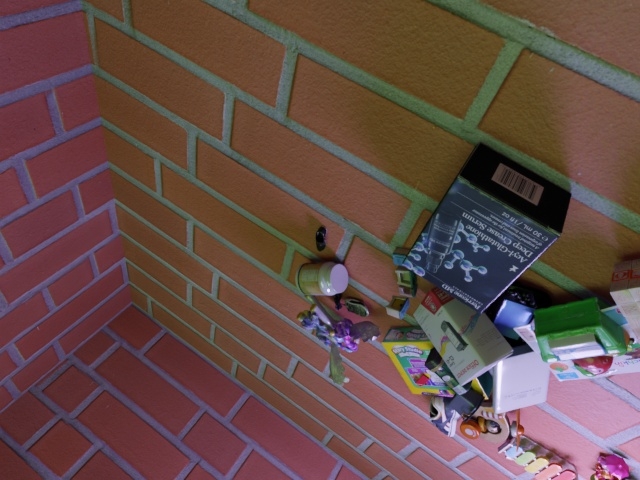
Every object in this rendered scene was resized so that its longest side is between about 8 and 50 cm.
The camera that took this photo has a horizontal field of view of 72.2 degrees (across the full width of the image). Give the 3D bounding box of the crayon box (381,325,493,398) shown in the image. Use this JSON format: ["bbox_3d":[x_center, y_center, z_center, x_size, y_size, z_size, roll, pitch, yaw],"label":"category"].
[{"bbox_3d":[0.484,0.506,1.836,0.362,0.106,0.313,-14,114,44],"label":"crayon box"}]

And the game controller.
[{"bbox_3d":[0.663,0.267,1.517,0.166,0.067,0.319,25,137,20],"label":"game controller"}]

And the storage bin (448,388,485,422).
[{"bbox_3d":[0.572,0.646,1.742,0.091,0.098,0.135,35,139,21],"label":"storage bin"}]

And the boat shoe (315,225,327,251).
[{"bbox_3d":[-0.002,-0.001,1.833,0.048,0.042,0.133,25,138,16],"label":"boat shoe"}]

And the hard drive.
[{"bbox_3d":[0.732,0.502,1.601,0.202,0.040,0.308,-14,123,0],"label":"hard drive"}]

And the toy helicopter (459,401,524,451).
[{"bbox_3d":[0.740,0.711,1.796,0.234,0.140,0.355,27,127,24],"label":"toy helicopter"}]

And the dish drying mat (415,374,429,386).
[{"bbox_3d":[0.432,0.596,1.864,0.032,0.008,0.083,35,139,12],"label":"dish drying mat"}]

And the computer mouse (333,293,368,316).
[{"bbox_3d":[0.143,0.291,1.973,0.192,0.042,0.106,15,128,36],"label":"computer mouse"}]

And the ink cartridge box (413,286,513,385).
[{"bbox_3d":[0.484,0.317,1.535,0.306,0.131,0.226,59,158,27],"label":"ink cartridge box"}]

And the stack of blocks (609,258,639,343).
[{"bbox_3d":[0.900,0.192,1.182,0.087,0.171,0.297,-24,107,47],"label":"stack of blocks"}]

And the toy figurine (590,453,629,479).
[{"bbox_3d":[1.120,0.890,1.687,0.173,0.130,0.159,13,122,63],"label":"toy figurine"}]

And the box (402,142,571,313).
[{"bbox_3d":[0.473,-0.026,1.303,0.293,0.212,0.396,32,139,11],"label":"box"}]

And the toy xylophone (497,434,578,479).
[{"bbox_3d":[0.933,0.967,1.898,0.322,0.081,0.236,23,136,22],"label":"toy xylophone"}]

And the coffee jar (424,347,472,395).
[{"bbox_3d":[0.485,0.494,1.673,0.184,0.096,0.079,42,135,1],"label":"coffee jar"}]

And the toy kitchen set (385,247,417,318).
[{"bbox_3d":[0.317,0.163,1.623,0.122,0.166,0.207,8,129,34],"label":"toy kitchen set"}]

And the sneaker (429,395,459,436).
[{"bbox_3d":[0.551,0.777,1.974,0.127,0.126,0.321,3,135,13],"label":"sneaker"}]

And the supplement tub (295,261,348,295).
[{"bbox_3d":[0.005,0.164,1.890,0.199,0.144,0.145,-5,121,41],"label":"supplement tub"}]

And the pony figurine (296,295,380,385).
[{"bbox_3d":[0.071,0.407,1.933,0.363,0.303,0.351,41,-177,-14],"label":"pony figurine"}]

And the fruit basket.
[{"bbox_3d":[0.837,0.341,1.366,0.326,0.166,0.353,-23,117,39],"label":"fruit basket"}]
